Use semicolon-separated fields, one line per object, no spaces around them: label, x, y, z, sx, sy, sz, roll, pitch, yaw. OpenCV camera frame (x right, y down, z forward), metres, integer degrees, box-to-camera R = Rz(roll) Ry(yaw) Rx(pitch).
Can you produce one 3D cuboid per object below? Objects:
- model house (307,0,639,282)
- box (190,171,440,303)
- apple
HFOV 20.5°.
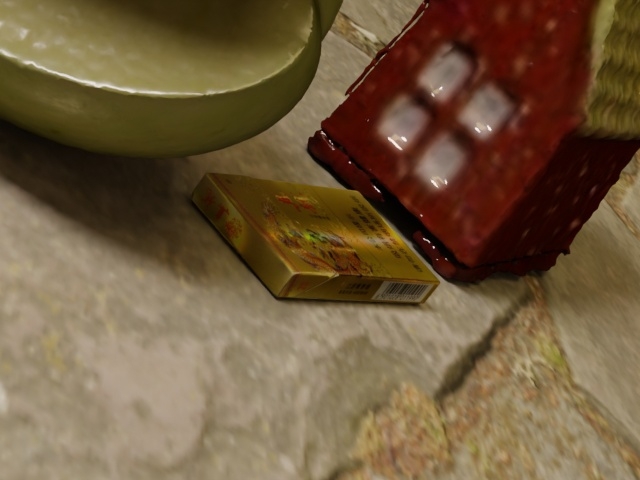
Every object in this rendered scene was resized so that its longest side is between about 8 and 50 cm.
model house;0.150;-0.111;1.200;0.160;0.254;0.196;48;23;19
box;0.000;0.000;1.032;0.089;0.022;0.156;48;22;29
apple;-0.095;-0.189;0.908;0.254;0.292;0.292;25;18;9
